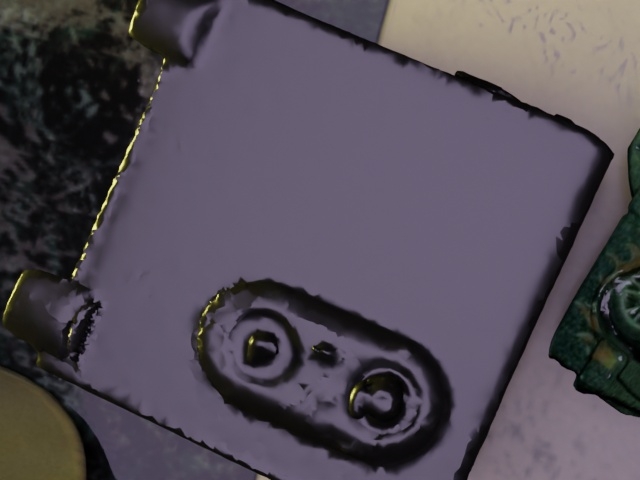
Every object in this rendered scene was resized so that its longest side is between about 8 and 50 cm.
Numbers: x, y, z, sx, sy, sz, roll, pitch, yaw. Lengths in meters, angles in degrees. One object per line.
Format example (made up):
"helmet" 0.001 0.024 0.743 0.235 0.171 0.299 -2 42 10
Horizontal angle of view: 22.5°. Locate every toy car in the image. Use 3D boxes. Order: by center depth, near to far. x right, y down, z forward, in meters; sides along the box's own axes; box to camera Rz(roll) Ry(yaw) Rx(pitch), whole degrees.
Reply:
"toy car" 0.239 -0.049 0.874 0.097 0.141 0.321 36 96 35

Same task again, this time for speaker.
"speaker" 0.000 0.000 0.882 0.254 0.184 0.232 25 94 7

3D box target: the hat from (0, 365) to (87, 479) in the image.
"hat" -0.277 0.167 0.951 0.244 0.214 0.149 26 127 -10
